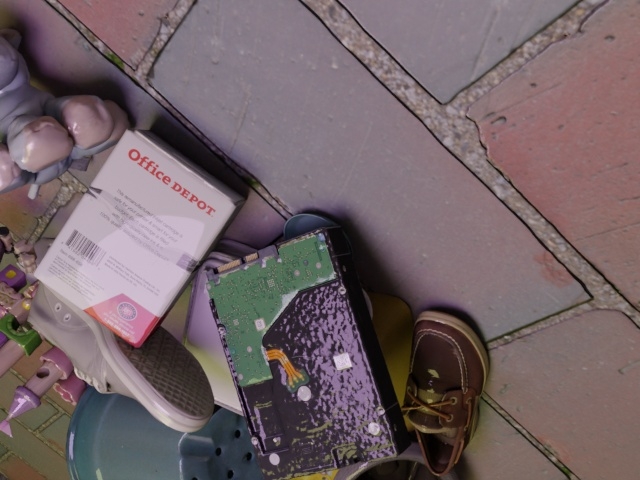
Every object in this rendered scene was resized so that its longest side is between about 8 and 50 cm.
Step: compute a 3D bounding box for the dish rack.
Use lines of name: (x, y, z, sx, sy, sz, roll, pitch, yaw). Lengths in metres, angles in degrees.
dish rack: (-0.095, 0.169, 1.233, 0.332, 0.072, 0.286, 17, 100, 24)

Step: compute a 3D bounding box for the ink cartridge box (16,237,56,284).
ink cartridge box: (-0.517, 0.096, 1.567, 0.139, 0.082, 0.191, 4, 134, 33)

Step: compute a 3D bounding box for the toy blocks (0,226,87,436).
toy blocks: (-0.603, 0.191, 1.444, 0.288, 0.260, 0.309, 31, 145, 14)

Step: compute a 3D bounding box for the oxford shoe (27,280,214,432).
oxford shoe: (-0.334, 0.186, 1.228, 0.449, 0.130, 0.169, 32, -174, 35)

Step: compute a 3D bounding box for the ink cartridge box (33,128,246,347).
ink cartridge box: (-0.272, -0.009, 1.160, 0.197, 0.114, 0.273, 36, 99, -2)

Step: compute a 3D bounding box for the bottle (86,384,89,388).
bottle: (-0.473, 0.378, 1.812, 0.283, 0.092, 0.118, 47, 139, -16)

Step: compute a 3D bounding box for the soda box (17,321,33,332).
soda box: (-0.733, 0.185, 1.825, 0.168, 0.053, 0.060, 10, 135, 27)

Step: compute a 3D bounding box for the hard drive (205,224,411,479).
hard drive: (-0.026, 0.172, 1.124, 0.236, 0.064, 0.339, -21, 85, 26)

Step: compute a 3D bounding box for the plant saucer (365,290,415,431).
plant saucer: (0.009, 0.216, 1.334, 0.332, 0.081, 0.333, 10, 134, 27)

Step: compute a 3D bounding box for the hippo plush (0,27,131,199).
hippo plush: (-0.446, -0.217, 1.155, 0.237, 0.234, 0.294, 61, 179, -5)

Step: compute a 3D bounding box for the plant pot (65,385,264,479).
plant pot: (-0.264, 0.401, 1.476, 0.334, 0.341, 0.341, -8, 125, 46)

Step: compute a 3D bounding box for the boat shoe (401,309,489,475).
boat shoe: (0.193, 0.259, 1.216, 0.123, 0.123, 0.342, 14, 137, 22)

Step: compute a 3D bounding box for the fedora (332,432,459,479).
fedora: (0.133, 0.455, 1.415, 0.243, 0.124, 0.275, -25, 118, 6)

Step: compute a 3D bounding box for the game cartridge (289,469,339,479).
game cartridge: (0.031, 0.535, 1.527, 0.323, 0.053, 0.285, 39, 98, -5)

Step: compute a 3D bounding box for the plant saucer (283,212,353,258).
plant saucer: (0.000, 0.000, 1.167, 0.119, 0.021, 0.119, 19, 138, 18)
